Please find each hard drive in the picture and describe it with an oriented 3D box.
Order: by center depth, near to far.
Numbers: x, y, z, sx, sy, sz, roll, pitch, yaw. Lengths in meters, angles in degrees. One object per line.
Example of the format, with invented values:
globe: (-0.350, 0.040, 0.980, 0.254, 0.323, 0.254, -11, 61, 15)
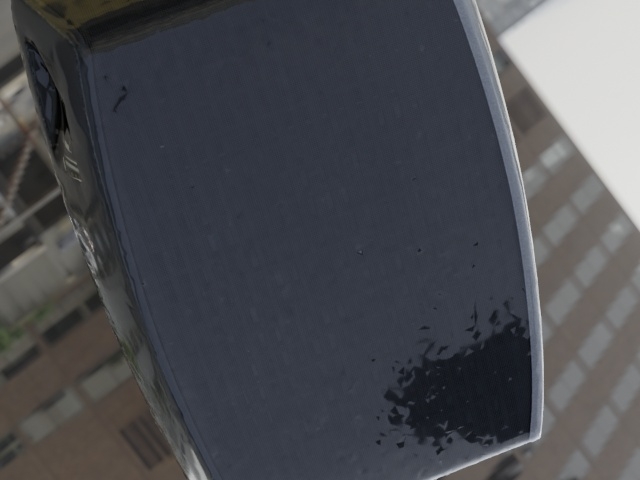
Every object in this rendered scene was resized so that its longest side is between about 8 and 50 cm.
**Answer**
hard drive: (0.000, 0.000, 0.559, 0.172, 0.254, 0.054, -20, -148, -7)
